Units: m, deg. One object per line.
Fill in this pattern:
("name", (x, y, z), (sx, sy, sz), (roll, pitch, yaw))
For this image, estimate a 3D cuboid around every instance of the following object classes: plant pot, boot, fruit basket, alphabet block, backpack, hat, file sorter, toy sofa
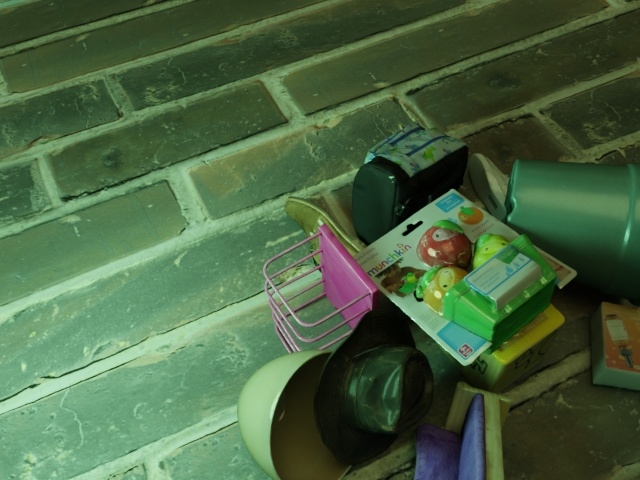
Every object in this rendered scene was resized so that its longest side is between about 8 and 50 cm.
("plant pot", (-0.061, 0.355, 1.377), (0.191, 0.284, 0.284), (3, 47, 44))
("boot", (0.000, 0.000, 1.706), (0.305, 0.112, 0.115), (40, 74, 22))
("fruit basket", (0.291, 0.049, 1.389), (0.327, 0.165, 0.353), (-32, 58, -20))
("alphabet block", (0.395, 0.203, 1.497), (0.193, 0.197, 0.193), (-31, 60, -20))
("boot", (0.508, -0.137, 1.813), (0.124, 0.095, 0.258), (-13, 64, -16))
("backpack", (0.235, -0.155, 1.712), (0.356, 0.290, 0.273), (-26, 49, -26))
("hat", (0.146, 0.311, 1.355), (0.134, 0.331, 0.331), (6, 48, 44))
("file sorter", (-0.004, 0.151, 1.482), (0.182, 0.290, 0.202), (-29, 60, -16))
("plant pot", (0.603, -0.043, 1.568), (0.335, 0.341, 0.341), (10, 55, 12))
("toy sofa", (0.268, 0.430, 1.266), (0.177, 0.150, 0.362), (14, 23, 7))

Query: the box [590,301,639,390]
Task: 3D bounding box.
("box", (0.695, 0.242, 1.514), (0.130, 0.091, 0.170), (8, 55, 6))
